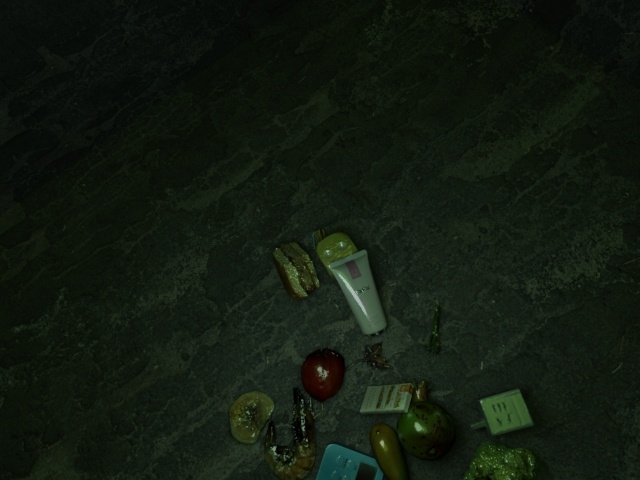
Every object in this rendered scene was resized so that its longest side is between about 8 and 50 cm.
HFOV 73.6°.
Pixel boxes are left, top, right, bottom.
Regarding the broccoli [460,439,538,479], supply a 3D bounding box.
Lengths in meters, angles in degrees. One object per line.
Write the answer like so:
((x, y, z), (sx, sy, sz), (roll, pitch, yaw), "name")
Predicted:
((0.655, 0.892, 1.562), (0.253, 0.186, 0.302), (16, 66, 6), "broccoli")

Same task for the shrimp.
((-0.135, 0.814, 1.803), (0.233, 0.071, 0.365), (-8, 73, 13), "shrimp")

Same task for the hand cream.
((0.182, 0.236, 1.872), (0.185, 0.118, 0.359), (-22, 91, -10), "hand cream")

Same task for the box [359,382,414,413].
((0.265, 0.638, 1.725), (0.220, 0.032, 0.122), (-23, 25, 41), "box")

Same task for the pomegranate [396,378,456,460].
((0.424, 0.707, 1.680), (0.230, 0.231, 0.286), (15, 42, 15), "pomegranate")

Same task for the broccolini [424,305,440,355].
((0.491, 0.393, 1.867), (0.067, 0.058, 0.216), (23, 61, -25), "broccolini")

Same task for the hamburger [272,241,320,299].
((-0.114, 0.151, 2.003), (0.155, 0.246, 0.282), (-17, 20, -23), "hamburger")

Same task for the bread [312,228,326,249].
((0.000, 0.000, 2.096), (0.072, 0.053, 0.106), (-25, 61, 32), "bread")

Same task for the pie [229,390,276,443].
((-0.307, 0.759, 1.861), (0.185, 0.052, 0.218), (22, 72, 23), "pie")

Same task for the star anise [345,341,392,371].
((0.175, 0.561, 1.869), (0.148, 0.218, 0.227), (49, 128, -6), "star anise")

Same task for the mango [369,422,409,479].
((0.269, 0.843, 1.672), (0.114, 0.156, 0.251), (-17, 76, 6), "mango")

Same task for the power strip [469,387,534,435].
((0.680, 0.675, 1.667), (0.224, 0.139, 0.140), (-16, 68, 4), "power strip")

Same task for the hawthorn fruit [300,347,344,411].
((0.010, 0.583, 1.805), (0.189, 0.189, 0.252), (2, 76, 11), "hawthorn fruit")

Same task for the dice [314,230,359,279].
((0.084, 0.071, 1.991), (0.169, 0.166, 0.169), (-31, 67, -3), "dice")

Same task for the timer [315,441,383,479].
((0.112, 0.951, 1.692), (0.249, 0.091, 0.232), (16, 72, 12), "timer")
